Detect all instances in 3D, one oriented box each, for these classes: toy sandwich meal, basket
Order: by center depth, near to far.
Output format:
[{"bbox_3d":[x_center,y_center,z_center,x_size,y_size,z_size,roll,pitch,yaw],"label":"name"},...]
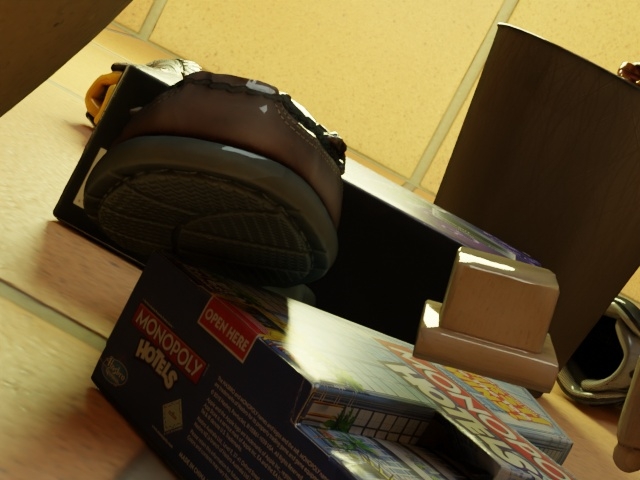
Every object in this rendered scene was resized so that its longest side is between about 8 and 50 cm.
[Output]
[{"bbox_3d":[0.160,-0.013,0.854,0.204,0.226,0.154,25,8,-26],"label":"basket"},{"bbox_3d":[0.264,-0.108,0.898,0.086,0.029,0.085,38,3,-2],"label":"toy sandwich meal"}]

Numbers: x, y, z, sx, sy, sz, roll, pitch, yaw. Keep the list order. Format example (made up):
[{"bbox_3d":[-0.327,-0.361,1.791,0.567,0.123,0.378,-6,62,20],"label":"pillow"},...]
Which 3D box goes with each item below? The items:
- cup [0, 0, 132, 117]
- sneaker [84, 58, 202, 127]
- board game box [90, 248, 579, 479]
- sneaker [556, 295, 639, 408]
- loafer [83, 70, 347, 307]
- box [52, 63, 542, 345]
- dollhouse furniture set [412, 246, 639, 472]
[{"bbox_3d":[-0.207,-0.147,0.426,0.331,0.237,0.331,28,8,-4],"label":"cup"},{"bbox_3d":[-0.156,-0.128,1.021,0.093,0.088,0.225,24,8,-16],"label":"sneaker"},{"bbox_3d":[0.047,0.089,0.428,0.194,0.060,0.194,19,12,-46],"label":"board game box"},{"bbox_3d":[0.286,0.118,0.932,0.269,0.101,0.153,26,6,30],"label":"sneaker"},{"bbox_3d":[-0.035,-0.023,0.481,0.096,0.084,0.267,13,-14,1],"label":"loafer"},{"bbox_3d":[0.000,0.000,0.702,0.261,0.103,0.184,29,5,4],"label":"box"},{"bbox_3d":[0.170,0.150,0.262,0.356,0.173,0.303,15,11,6],"label":"dollhouse furniture set"}]
